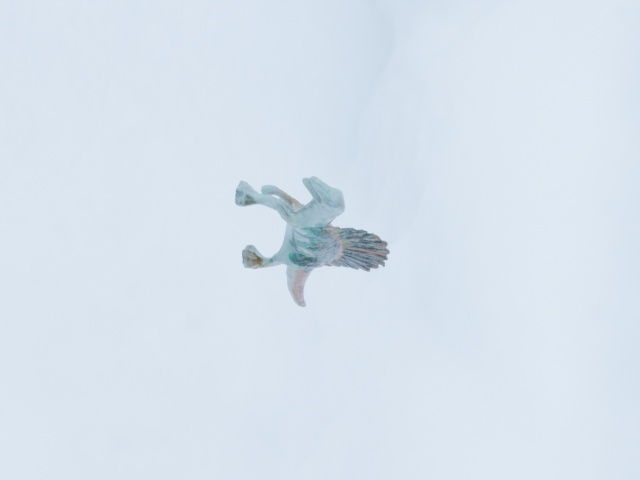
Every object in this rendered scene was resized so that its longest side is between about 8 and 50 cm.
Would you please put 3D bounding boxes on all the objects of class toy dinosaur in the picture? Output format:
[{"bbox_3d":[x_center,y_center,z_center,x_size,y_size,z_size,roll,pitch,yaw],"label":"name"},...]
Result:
[{"bbox_3d":[-0.001,0.004,1.132,0.106,0.187,0.044,3,54,26],"label":"toy dinosaur"}]
